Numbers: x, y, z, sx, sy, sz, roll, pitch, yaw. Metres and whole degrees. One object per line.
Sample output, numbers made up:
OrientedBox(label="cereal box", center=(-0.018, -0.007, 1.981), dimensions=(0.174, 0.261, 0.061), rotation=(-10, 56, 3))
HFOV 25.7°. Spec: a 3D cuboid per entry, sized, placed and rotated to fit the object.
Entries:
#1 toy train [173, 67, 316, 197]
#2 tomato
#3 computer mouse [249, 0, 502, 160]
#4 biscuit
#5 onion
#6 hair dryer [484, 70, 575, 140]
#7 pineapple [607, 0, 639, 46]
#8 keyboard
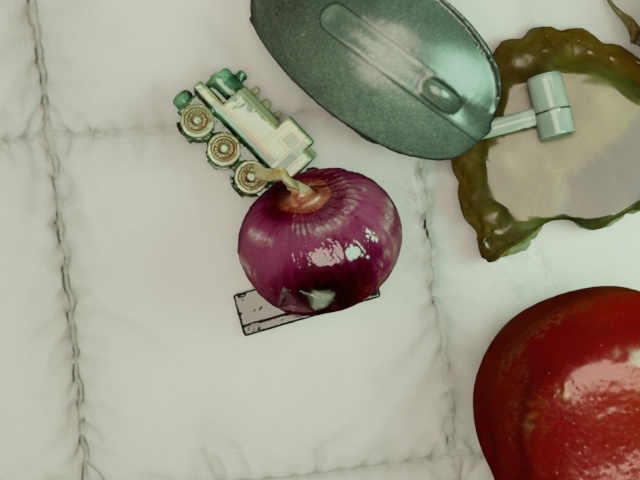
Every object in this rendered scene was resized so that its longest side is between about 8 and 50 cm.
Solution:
OrientedBox(label="toy train", center=(-0.103, -0.143, 1.870), dimensions=(0.125, 0.081, 0.194), rotation=(-43, 90, -5))
OrientedBox(label="tomato", center=(0.350, 0.219, 1.776), dimensions=(0.290, 0.293, 0.325), rotation=(-10, 103, -9))
OrientedBox(label="computer mouse", center=(0.061, -0.249, 1.798), dimensions=(0.374, 0.114, 0.203), rotation=(35, 94, 13))
OrientedBox(label="biscuit", center=(0.323, -0.106, 1.855), dimensions=(0.329, 0.078, 0.335), rotation=(29, 92, 4))
OrientedBox(label="onion", center=(0.001, 0.010, 1.804), dimensions=(0.207, 0.200, 0.200), rotation=(3, 94, -18))
OrientedBox(label="hair dryer", center=(0.253, -0.161, 1.812), dimensions=(0.137, 0.047, 0.082), rotation=(-15, 86, 14))
OrientedBox(label="pineapple", center=(0.480, -0.217, 1.756), dimensions=(0.334, 0.161, 0.158), rotation=(50, 136, 4))
OrientedBox(label="keyboard", center=(-0.018, 0.077, 1.910), dimensions=(0.196, 0.018, 0.060), rotation=(-15, 86, 3))
